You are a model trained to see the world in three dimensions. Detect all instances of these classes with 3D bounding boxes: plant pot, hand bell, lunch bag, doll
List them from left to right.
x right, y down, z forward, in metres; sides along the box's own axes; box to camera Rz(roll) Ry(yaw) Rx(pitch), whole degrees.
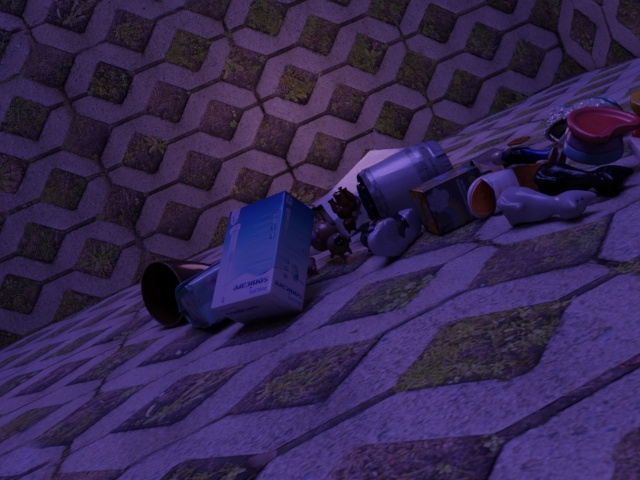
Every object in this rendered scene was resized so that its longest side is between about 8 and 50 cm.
[{"bbox_3d":[-0.442,0.156,2.009,0.215,0.215,0.230,-17,-2,38],"label":"plant pot"},{"bbox_3d":[-0.298,0.150,1.748,0.223,0.160,0.262,-33,1,-25],"label":"lunch bag"},{"bbox_3d":[0.560,-0.194,1.694,0.242,0.126,0.126,-12,11,6],"label":"hand bell"},{"bbox_3d":[0.509,-0.212,1.493,0.129,0.046,0.189,8,0,-36],"label":"doll"}]

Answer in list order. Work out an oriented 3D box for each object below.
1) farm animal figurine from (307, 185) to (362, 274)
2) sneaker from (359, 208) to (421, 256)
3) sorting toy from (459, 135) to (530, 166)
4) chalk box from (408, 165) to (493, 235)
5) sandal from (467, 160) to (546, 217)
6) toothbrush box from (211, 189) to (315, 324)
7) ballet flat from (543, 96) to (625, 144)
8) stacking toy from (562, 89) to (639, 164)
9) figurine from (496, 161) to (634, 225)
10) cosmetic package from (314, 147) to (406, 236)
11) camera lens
[{"bbox_3d":[0.000,0.000,1.780,0.330,0.172,0.327,-37,7,7],"label":"farm animal figurine"},{"bbox_3d":[0.163,-0.005,1.620,0.153,0.101,0.269,-19,6,35],"label":"sneaker"},{"bbox_3d":[0.624,-0.285,2.133,0.348,0.047,0.196,-28,14,-15],"label":"sorting toy"},{"bbox_3d":[0.372,-0.120,1.607,0.213,0.132,0.132,-24,10,-5],"label":"chalk box"},{"bbox_3d":[0.495,-0.143,1.521,0.265,0.101,0.076,-25,9,-15],"label":"sandal"},{"bbox_3d":[-0.146,0.047,1.542,0.216,0.126,0.295,-19,52,36],"label":"toothbrush box"},{"bbox_3d":[0.820,-0.358,1.889,0.147,0.146,0.409,-24,7,5],"label":"ballet flat"},{"bbox_3d":[0.733,-0.216,1.350,0.309,0.130,0.279,-16,36,-9],"label":"stacking toy"},{"bbox_3d":[0.530,-0.105,1.296,0.215,0.092,0.209,-30,15,-26],"label":"figurine"},{"bbox_3d":[0.150,-0.184,2.222,0.377,0.097,0.284,-46,17,-10],"label":"cosmetic package"},{"bbox_3d":[0.264,-0.166,1.851,0.274,0.219,0.219,-25,10,0],"label":"camera lens"}]
